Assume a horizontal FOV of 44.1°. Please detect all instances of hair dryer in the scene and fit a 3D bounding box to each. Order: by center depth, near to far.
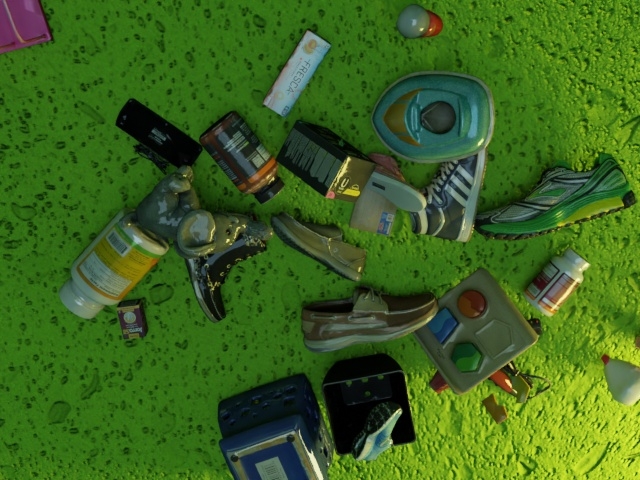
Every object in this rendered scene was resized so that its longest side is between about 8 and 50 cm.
[{"bbox_3d":[0.402,0.310,1.877,0.294,0.080,0.223,-9,108,3],"label":"hair dryer"}]

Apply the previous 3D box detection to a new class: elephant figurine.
[{"bbox_3d":[-0.257,-0.028,1.673,0.186,0.169,0.239,-41,93,25],"label":"elephant figurine"}]

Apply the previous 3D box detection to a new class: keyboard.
[{"bbox_3d":[-0.362,-0.218,1.730,0.192,0.038,0.100,35,81,-10],"label":"keyboard"}]

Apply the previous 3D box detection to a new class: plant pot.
[{"bbox_3d":[0.107,0.364,1.845,0.188,0.167,0.187,-11,107,2],"label":"plant pot"},{"bbox_3d":[-0.105,0.487,1.858,0.236,0.212,0.235,-20,107,4],"label":"plant pot"}]

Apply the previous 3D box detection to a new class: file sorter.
[{"bbox_3d":[-0.727,-0.455,1.563,0.291,0.182,0.202,-14,108,4],"label":"file sorter"}]

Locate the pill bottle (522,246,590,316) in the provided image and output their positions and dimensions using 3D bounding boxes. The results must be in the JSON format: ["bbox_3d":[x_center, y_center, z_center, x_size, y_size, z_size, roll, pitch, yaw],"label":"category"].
[{"bbox_3d":[0.542,0.092,1.805,0.086,0.086,0.152,35,104,-11],"label":"pill bottle"}]

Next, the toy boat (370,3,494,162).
[{"bbox_3d":[0.214,-0.316,1.616,0.268,0.148,0.318,-2,99,29],"label":"toy boat"}]

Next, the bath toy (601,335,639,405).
[{"bbox_3d":[0.800,0.237,1.837,0.348,0.151,0.129,-44,65,15],"label":"bath toy"}]

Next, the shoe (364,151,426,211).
[{"bbox_3d":[0.161,-0.131,1.702,0.178,0.081,0.063,27,144,19],"label":"shoe"}]

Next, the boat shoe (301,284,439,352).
[{"bbox_3d":[0.108,0.164,1.808,0.325,0.123,0.116,-15,105,2],"label":"boat shoe"}]

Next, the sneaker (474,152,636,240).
[{"bbox_3d":[0.500,-0.090,1.742,0.344,0.134,0.146,-18,84,8],"label":"sneaker"}]

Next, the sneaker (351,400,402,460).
[{"bbox_3d":[0.135,0.425,1.757,0.073,0.063,0.162,23,111,-26],"label":"sneaker"}]

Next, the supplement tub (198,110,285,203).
[{"bbox_3d":[-0.164,-0.174,1.701,0.106,0.106,0.198,-36,105,10],"label":"supplement tub"}]

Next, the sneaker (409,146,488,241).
[{"bbox_3d":[0.269,-0.133,1.723,0.153,0.099,0.282,4,111,-4],"label":"sneaker"}]

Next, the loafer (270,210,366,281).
[{"bbox_3d":[0.000,0.000,1.778,0.251,0.094,0.087,33,80,-20],"label":"loafer"}]

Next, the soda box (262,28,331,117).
[{"bbox_3d":[-0.050,-0.354,1.669,0.063,0.058,0.183,32,105,-10],"label":"soda box"}]

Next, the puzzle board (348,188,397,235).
[{"bbox_3d":[0.125,-0.080,1.785,0.097,0.011,0.128,12,108,-6],"label":"puzzle board"}]

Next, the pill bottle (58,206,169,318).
[{"bbox_3d":[-0.464,0.056,1.754,0.136,0.136,0.245,42,103,-13],"label":"pill bottle"}]

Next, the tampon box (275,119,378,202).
[{"bbox_3d":[0.012,-0.165,1.661,0.161,0.120,0.101,39,109,31],"label":"tampon box"}]

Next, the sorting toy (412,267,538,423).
[{"bbox_3d":[0.368,0.243,1.790,0.229,0.041,0.307,-38,69,9],"label":"sorting toy"}]

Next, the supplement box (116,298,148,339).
[{"bbox_3d":[-0.439,0.183,1.844,0.055,0.043,0.083,-9,108,1],"label":"supplement box"}]

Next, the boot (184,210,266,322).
[{"bbox_3d":[-0.203,0.058,1.781,0.179,0.085,0.236,-16,100,5],"label":"boot"}]
